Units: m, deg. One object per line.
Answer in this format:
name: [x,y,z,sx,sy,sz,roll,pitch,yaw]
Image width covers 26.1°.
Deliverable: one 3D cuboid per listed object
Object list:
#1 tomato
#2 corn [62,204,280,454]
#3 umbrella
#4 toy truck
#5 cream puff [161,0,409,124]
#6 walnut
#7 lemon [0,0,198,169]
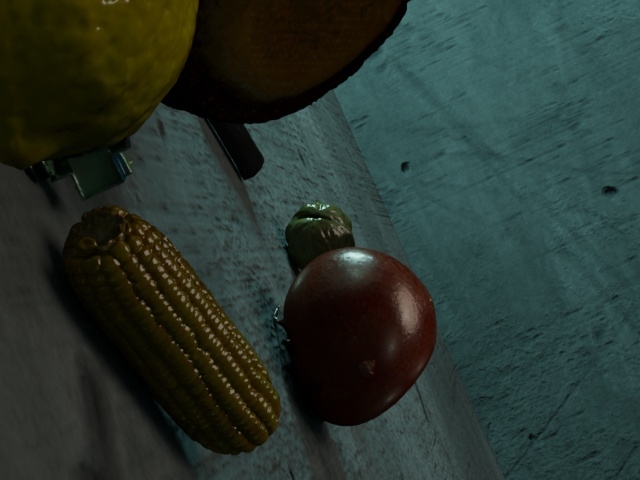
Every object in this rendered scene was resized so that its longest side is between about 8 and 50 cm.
tomato: [0.038,0.087,1.321,0.167,0.167,0.167,-24,90,-83]
corn: [-0.086,0.059,0.828,0.207,0.068,0.068,56,12,-38]
umbrella: [-0.097,-0.120,1.468,0.133,0.031,0.036,60,8,-36]
toy truck: [-0.163,-0.112,0.826,0.081,0.067,0.175,-106,172,-80]
cream puff: [-0.049,-0.195,0.876,0.165,0.239,0.239,46,-5,33]
walnut: [0.000,0.000,1.599,0.092,0.092,0.092,-24,90,-83]
lemon: [-0.141,-0.131,0.626,0.180,0.180,0.193,59,19,-44]
